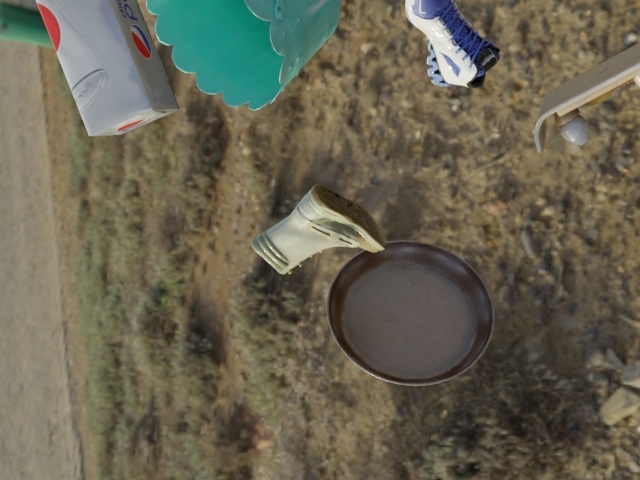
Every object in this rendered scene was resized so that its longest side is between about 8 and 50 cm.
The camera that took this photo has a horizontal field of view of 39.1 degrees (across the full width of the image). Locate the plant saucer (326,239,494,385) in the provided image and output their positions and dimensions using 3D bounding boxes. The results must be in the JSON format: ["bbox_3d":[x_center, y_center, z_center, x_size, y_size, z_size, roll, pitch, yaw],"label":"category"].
[{"bbox_3d":[0.165,0.138,1.683,0.050,0.311,0.310,95,166,-56],"label":"plant saucer"}]

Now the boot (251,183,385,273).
[{"bbox_3d":[0.000,0.000,1.554,0.165,0.213,0.077,-38,51,20],"label":"boot"}]

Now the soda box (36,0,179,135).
[{"bbox_3d":[-0.287,-0.281,1.145,0.098,0.091,0.286,-20,93,15],"label":"soda box"}]

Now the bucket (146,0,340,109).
[{"bbox_3d":[-0.117,-0.366,1.425,0.183,0.281,0.281,-48,16,-29],"label":"bucket"}]

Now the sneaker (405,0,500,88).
[{"bbox_3d":[0.331,-0.479,2.125,0.127,0.315,0.182,-46,46,-17],"label":"sneaker"}]

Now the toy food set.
[{"bbox_3d":[0.520,-0.260,1.587,0.306,0.220,0.092,-27,99,23],"label":"toy food set"}]
